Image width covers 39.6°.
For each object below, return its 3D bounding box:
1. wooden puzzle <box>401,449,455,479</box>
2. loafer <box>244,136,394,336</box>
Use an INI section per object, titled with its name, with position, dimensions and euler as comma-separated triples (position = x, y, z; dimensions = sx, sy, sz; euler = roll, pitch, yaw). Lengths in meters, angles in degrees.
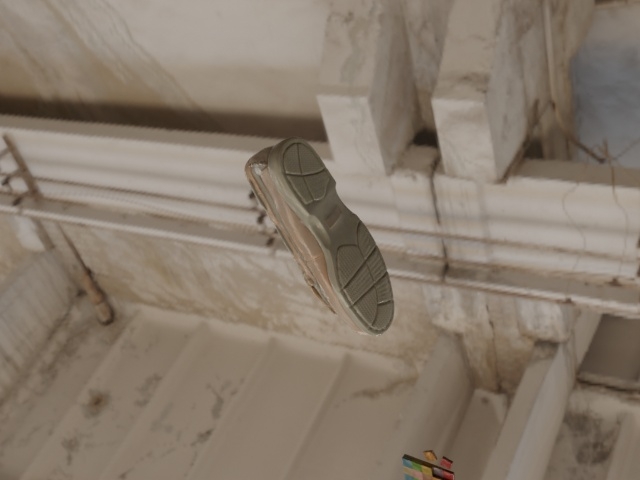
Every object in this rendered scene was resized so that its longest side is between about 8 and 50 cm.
[wooden puzzle]
position = 0.097, 0.215, 0.786
dimensions = 0.049, 0.083, 0.006
euler = 13, -141, 32
[loafer]
position = 0.000, 0.000, 0.506
dimensions = 0.039, 0.125, 0.045
euler = -12, -157, 45
